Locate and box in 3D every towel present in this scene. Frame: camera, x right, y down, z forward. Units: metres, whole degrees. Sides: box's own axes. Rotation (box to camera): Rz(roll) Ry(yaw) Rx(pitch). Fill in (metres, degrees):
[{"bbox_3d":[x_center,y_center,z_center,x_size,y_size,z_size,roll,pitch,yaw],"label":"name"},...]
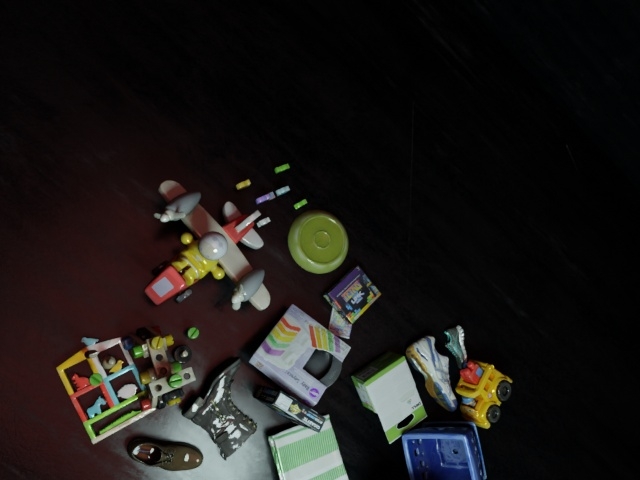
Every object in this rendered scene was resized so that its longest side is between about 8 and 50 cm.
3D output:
[{"bbox_3d":[-0.021,0.764,1.593,0.248,0.038,0.324,-8,73,-35],"label":"towel"}]

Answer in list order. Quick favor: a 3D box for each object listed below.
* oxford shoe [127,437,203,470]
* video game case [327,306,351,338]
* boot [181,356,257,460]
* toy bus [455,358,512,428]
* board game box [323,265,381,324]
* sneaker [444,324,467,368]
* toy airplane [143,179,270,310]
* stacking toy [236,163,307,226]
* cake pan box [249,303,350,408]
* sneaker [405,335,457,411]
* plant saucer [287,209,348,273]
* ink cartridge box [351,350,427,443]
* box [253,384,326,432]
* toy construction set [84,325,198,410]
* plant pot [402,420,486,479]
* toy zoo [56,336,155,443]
[{"bbox_3d":[-0.458,0.648,1.452,0.228,0.096,0.082,16,73,-20],"label":"oxford shoe"},{"bbox_3d":[0.077,0.288,1.776,0.087,0.011,0.121,18,75,-18],"label":"video game case"},{"bbox_3d":[-0.286,0.532,1.557,0.229,0.091,0.263,46,72,-15],"label":"boot"},{"bbox_3d":[0.586,0.557,1.835,0.211,0.150,0.220,43,69,-26],"label":"toy bus"},{"bbox_3d":[0.118,0.198,1.779,0.170,0.048,0.141,-41,95,-27],"label":"board game box"},{"bbox_3d":[0.526,0.420,1.915,0.076,0.065,0.166,-5,79,-6],"label":"sneaker"},{"bbox_3d":[-0.328,0.020,1.519,0.387,0.272,0.383,8,77,-20],"label":"toy airplane"},{"bbox_3d":[-0.168,-0.164,1.736,0.221,0.052,0.166,-28,92,-24],"label":"stacking toy"},{"bbox_3d":[-0.060,0.379,1.608,0.267,0.070,0.245,38,53,4],"label":"cake pan box"},{"bbox_3d":[0.450,0.497,1.835,0.131,0.112,0.296,-32,94,-24],"label":"sneaker"},{"bbox_3d":[0.000,0.000,1.782,0.241,0.037,0.240,4,79,-21],"label":"plant saucer"},{"bbox_3d":[0.249,0.561,1.753,0.189,0.097,0.255,-26,102,-24],"label":"ink cartridge box"},{"bbox_3d":[-0.103,0.530,1.547,0.175,0.220,0.051,36,67,-13],"label":"box"},{"bbox_3d":[-0.496,0.353,1.380,0.309,0.237,0.257,14,70,-27],"label":"toy construction set"},{"bbox_3d":[0.447,0.761,1.705,0.212,0.236,0.235,0,77,-60],"label":"plant pot"},{"bbox_3d":[-0.644,0.421,1.451,0.193,0.030,0.293,-26,91,-24],"label":"toy zoo"}]
